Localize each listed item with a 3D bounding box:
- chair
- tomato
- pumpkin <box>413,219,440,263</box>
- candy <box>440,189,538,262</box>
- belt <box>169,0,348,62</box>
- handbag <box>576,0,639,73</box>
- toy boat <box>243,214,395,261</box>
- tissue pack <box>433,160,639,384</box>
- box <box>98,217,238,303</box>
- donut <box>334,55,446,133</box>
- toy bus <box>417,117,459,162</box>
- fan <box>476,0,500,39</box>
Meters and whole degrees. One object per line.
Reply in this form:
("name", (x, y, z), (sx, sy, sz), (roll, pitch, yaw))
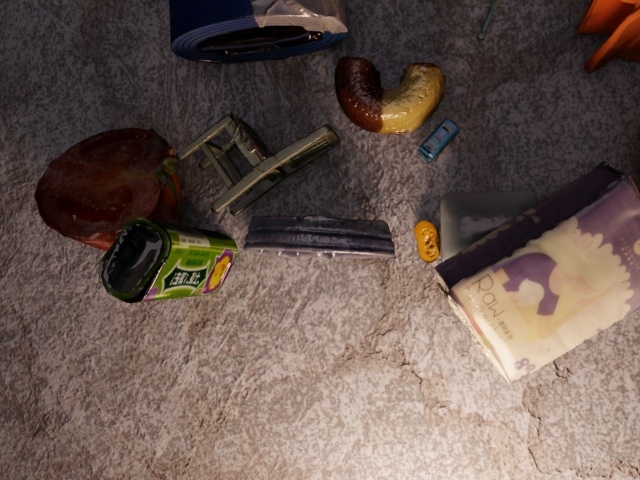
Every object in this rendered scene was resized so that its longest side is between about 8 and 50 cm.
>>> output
("chair", (-0.117, -0.179, 1.183), (0.270, 0.136, 0.147), (-35, 83, 9))
("tomato", (-0.395, -0.070, 1.218), (0.309, 0.170, 0.309), (-9, 50, 11))
("pumpkin", (0.207, 0.001, 1.165), (0.050, 0.028, 0.083), (-1, 95, 42))
("candy", (0.309, -0.022, 1.127), (0.174, 0.071, 0.138), (-1, 90, 9))
("belt", (-0.122, -0.428, 1.159), (0.347, 0.212, 0.117), (-3, 85, 15))
("handbag", (0.648, -0.404, 0.967), (0.410, 0.303, 0.116), (-11, 84, 8))
("toy boat", (0.000, 0.000, 1.158), (0.283, 0.127, 0.078), (1, 81, 13))
("tissue pack", (0.393, 0.062, 1.043), (0.344, 0.125, 0.242), (-34, 112, 7))
("box", (-0.254, 0.037, 1.092), (0.097, 0.345, 0.134), (28, 93, 10))
("donut", (0.128, -0.281, 1.168), (0.217, 0.085, 0.141), (4, 88, 9))
("toy bus", (0.223, -0.190, 1.165), (0.038, 0.046, 0.083), (43, 94, 10))
("fan", (0.343, -0.472, 1.171), (0.038, 0.016, 0.193), (23, 91, 9))
